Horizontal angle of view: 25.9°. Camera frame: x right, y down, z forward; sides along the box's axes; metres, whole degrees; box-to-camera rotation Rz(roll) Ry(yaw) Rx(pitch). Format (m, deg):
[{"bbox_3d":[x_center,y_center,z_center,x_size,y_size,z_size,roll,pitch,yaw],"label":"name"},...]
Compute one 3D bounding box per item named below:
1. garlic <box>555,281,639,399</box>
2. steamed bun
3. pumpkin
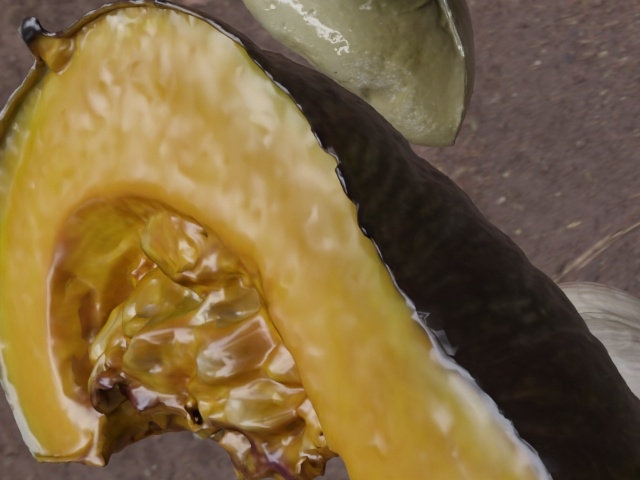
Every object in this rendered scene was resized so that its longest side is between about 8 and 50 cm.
[{"bbox_3d":[0.230,0.122,0.905,0.212,0.218,0.219,-15,94,12],"label":"garlic"},{"bbox_3d":[0.042,-0.200,1.110,0.110,0.212,0.231,-37,57,44],"label":"steamed bun"},{"bbox_3d":[0.005,-0.001,0.448,0.278,0.111,0.163,7,107,44],"label":"pumpkin"}]
